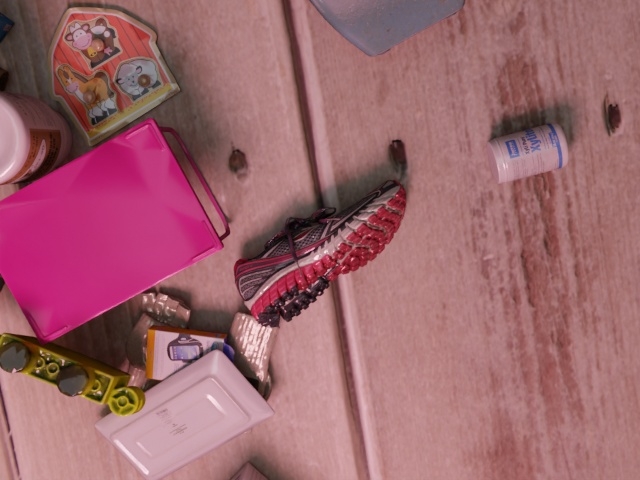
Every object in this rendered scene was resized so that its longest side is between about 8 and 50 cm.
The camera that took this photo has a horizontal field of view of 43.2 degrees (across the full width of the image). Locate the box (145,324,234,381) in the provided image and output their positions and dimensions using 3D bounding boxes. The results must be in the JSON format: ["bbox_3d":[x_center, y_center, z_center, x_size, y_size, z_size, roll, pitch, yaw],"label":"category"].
[{"bbox_3d":[-0.200,0.180,1.248,0.136,0.028,0.081,7,102,3],"label":"box"}]

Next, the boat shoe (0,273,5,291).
[{"bbox_3d":[-0.645,0.036,1.260,0.305,0.091,0.109,18,128,1],"label":"boat shoe"}]

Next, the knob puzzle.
[{"bbox_3d":[-0.336,-0.270,1.238,0.213,0.030,0.213,0,97,3],"label":"knob puzzle"}]

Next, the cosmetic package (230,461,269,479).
[{"bbox_3d":[-0.103,0.482,1.262,0.184,0.151,0.151,42,97,-2],"label":"cosmetic package"}]

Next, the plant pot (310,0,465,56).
[{"bbox_3d":[0.070,-0.403,1.107,0.247,0.248,0.252,-29,113,6],"label":"plant pot"}]

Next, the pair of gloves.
[{"bbox_3d":[-0.191,0.195,1.285,0.240,0.042,0.204,11,102,5],"label":"pair of gloves"}]

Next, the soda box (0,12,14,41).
[{"bbox_3d":[-0.523,-0.318,1.149,0.071,0.210,0.067,39,97,-3],"label":"soda box"}]

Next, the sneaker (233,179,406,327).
[{"bbox_3d":[0.000,0.000,1.220,0.299,0.121,0.112,-35,64,-1],"label":"sneaker"}]

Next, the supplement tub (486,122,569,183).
[{"bbox_3d":[0.309,-0.130,1.208,0.107,0.071,0.071,-15,96,3],"label":"supplement tub"}]

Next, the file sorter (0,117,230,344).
[{"bbox_3d":[-0.304,-0.019,1.192,0.291,0.182,0.202,-28,94,5],"label":"file sorter"}]

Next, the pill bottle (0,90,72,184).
[{"bbox_3d":[-0.443,-0.146,1.157,0.131,0.229,0.131,0,97,2],"label":"pill bottle"}]

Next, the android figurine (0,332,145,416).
[{"bbox_3d":[-0.374,0.191,1.183,0.248,0.273,0.056,22,79,-3],"label":"android figurine"}]

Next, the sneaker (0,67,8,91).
[{"bbox_3d":[-0.561,-0.196,1.238,0.086,0.064,0.192,30,101,-6],"label":"sneaker"}]

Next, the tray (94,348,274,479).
[{"bbox_3d":[-0.217,0.285,1.259,0.270,0.030,0.145,-33,106,20],"label":"tray"}]
